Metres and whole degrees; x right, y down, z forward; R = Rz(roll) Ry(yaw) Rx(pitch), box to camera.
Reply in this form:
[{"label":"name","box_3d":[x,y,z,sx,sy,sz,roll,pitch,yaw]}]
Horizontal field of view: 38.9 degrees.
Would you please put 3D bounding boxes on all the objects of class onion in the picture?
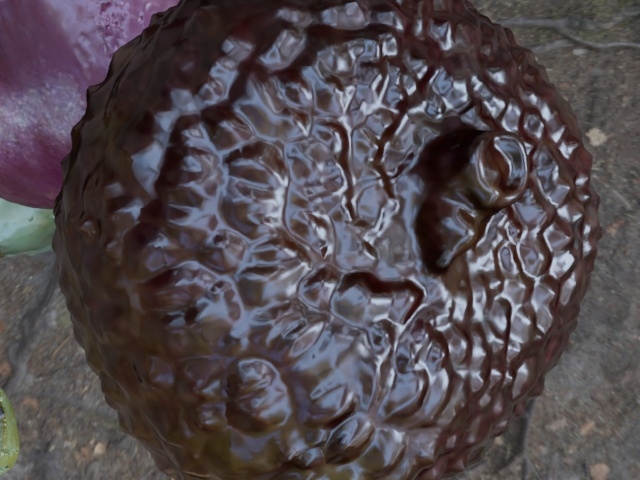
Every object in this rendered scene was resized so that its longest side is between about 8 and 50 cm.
[{"label":"onion","box_3d":[-0.158,-0.143,0.715,0.358,0.358,0.345,5,105,-6]}]

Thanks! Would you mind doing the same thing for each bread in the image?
[{"label":"bread","box_3d":[-0.541,0.301,1.434,0.117,0.064,0.156,-16,78,4]}]

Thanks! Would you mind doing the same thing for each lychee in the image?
[{"label":"lychee","box_3d":[0.000,0.000,0.433,0.260,0.260,0.261,-1,101,-5]}]

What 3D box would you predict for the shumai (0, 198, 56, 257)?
[{"label":"shumai","box_3d":[-0.294,-0.121,1.061,0.323,0.397,0.324,-14,129,-14]}]
